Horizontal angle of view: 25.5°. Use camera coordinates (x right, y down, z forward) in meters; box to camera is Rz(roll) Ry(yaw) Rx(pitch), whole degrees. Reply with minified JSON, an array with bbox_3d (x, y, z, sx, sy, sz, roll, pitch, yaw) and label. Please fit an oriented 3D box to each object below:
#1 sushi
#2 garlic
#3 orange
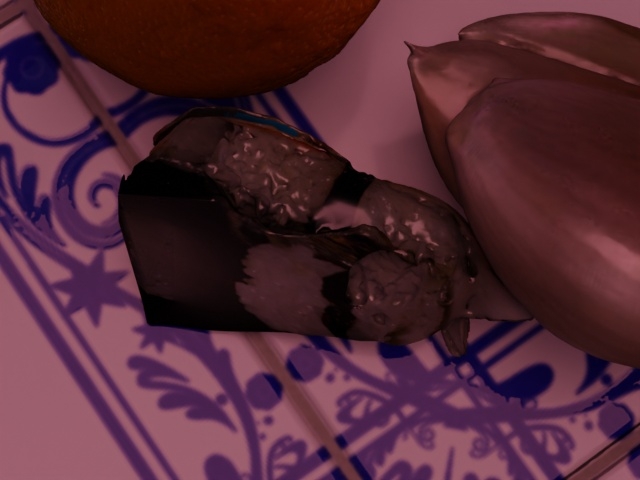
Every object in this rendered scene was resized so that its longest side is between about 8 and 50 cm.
[{"bbox_3d":[0.011,-0.010,0.944,0.272,0.134,0.109,6,50,4],"label":"sushi"},{"bbox_3d":[0.206,-0.033,0.914,0.325,0.132,0.279,6,37,-7],"label":"garlic"},{"bbox_3d":[-0.080,-0.217,0.911,0.264,0.264,0.264,1,78,-4],"label":"orange"}]
